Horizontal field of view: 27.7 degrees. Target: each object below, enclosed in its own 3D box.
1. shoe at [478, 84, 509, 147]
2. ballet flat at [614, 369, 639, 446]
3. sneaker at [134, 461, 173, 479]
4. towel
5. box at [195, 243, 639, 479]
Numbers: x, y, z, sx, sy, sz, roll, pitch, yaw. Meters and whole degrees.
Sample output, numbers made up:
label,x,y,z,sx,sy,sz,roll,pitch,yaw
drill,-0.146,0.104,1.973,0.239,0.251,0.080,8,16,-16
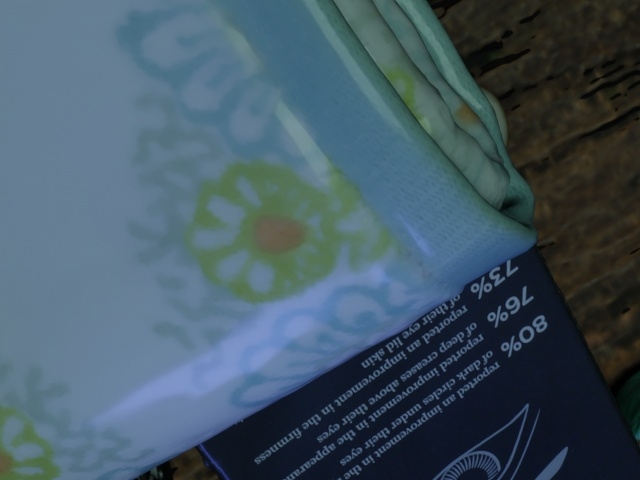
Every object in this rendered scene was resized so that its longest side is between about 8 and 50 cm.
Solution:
label,x,y,z,sx,sy,sz,roll,pitch,yaw
shoe,0.000,0.000,0.606,0.219,0.058,0.076,-34,102,-3
ballet flat,0.134,0.170,0.638,0.083,0.087,0.247,29,92,-7
sneaker,-0.124,0.154,0.589,0.118,0.107,0.279,-15,97,4
towel,-0.157,-0.079,0.423,0.320,0.090,0.374,-31,96,25
box,0.033,0.071,0.562,0.153,0.108,0.207,-35,124,-6
